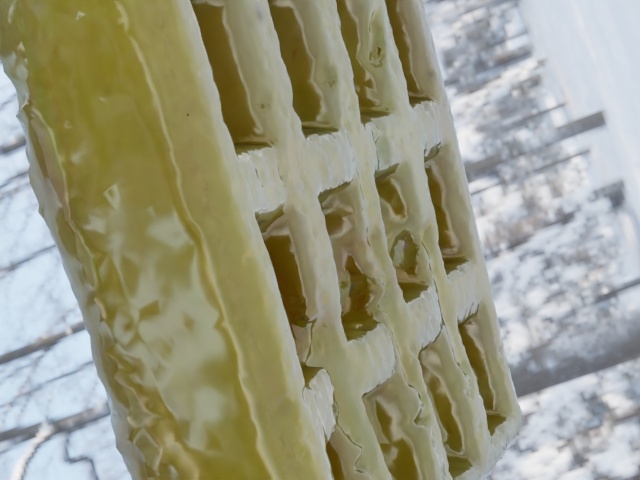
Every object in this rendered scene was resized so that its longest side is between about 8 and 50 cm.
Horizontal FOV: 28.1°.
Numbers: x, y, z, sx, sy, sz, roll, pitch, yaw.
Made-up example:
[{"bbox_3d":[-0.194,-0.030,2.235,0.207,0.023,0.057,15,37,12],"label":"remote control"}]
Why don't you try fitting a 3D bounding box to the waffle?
[{"bbox_3d":[0.000,0.000,0.442,0.248,0.055,0.221,-28,-76,-66],"label":"waffle"}]
